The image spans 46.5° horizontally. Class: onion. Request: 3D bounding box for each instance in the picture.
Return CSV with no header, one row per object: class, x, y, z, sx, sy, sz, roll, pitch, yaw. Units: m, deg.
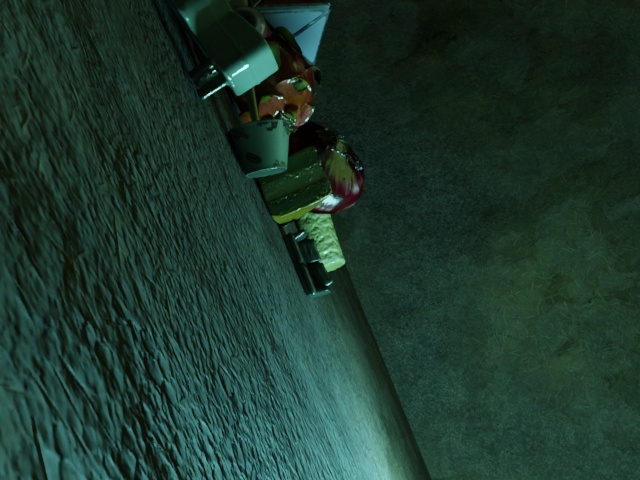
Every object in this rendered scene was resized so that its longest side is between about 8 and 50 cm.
onion,-0.032,-0.166,1.910,0.273,0.285,0.273,25,40,-24

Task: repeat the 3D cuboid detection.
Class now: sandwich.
sandwich,-0.048,-0.111,1.612,0.187,0.144,0.117,35,35,-82

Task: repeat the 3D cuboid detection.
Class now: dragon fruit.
dragon fruit,-0.107,-0.356,1.731,0.227,0.224,0.224,48,1,9

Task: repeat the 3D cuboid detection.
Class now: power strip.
power strip,-0.203,-0.360,1.295,0.261,0.141,0.229,53,-3,23

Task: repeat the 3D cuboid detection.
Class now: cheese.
cheese,0.000,0.000,2.012,0.123,0.094,0.167,99,-26,-79

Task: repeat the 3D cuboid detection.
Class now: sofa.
sofa,-0.023,0.050,1.624,0.085,0.060,0.147,49,19,-76

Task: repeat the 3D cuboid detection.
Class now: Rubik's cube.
Rubik's cube,-0.144,-0.677,2.227,0.260,0.255,0.259,109,-33,-52

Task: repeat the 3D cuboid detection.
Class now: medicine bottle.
medicine bottle,-0.190,-0.522,2.053,0.247,0.147,0.147,58,9,-68

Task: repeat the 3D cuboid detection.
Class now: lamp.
lamp,-0.121,-0.233,1.431,0.121,0.121,0.214,37,42,-82

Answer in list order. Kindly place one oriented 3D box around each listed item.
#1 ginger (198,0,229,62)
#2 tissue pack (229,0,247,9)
ginger,-0.224,-0.426,1.555,0.131,0.086,0.294,77,2,-54
tissue pack,-0.286,-0.709,1.952,0.225,0.124,0.185,37,29,-83
